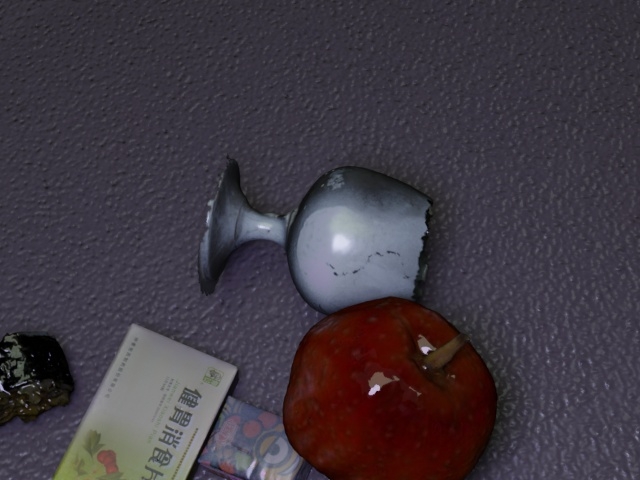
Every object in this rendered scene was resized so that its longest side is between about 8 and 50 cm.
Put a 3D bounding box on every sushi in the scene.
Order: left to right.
[{"bbox_3d":[-0.477,0.214,1.700,0.212,0.147,0.115,-17,62,-6],"label":"sushi"}]

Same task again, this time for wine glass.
[{"bbox_3d":[0.000,0.000,1.703,0.322,0.238,0.238,11,65,10],"label":"wine glass"}]

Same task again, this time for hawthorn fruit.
[{"bbox_3d":[0.106,0.198,1.531,0.287,0.330,0.287,14,56,-21],"label":"hawthorn fruit"}]

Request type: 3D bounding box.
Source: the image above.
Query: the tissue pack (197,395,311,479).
[{"bbox_3d":[-0.086,0.301,1.654,0.148,0.060,0.109,20,66,15],"label":"tissue pack"}]

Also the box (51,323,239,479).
[{"bbox_3d":[-0.250,0.272,1.676,0.175,0.062,0.260,22,67,7],"label":"box"}]
